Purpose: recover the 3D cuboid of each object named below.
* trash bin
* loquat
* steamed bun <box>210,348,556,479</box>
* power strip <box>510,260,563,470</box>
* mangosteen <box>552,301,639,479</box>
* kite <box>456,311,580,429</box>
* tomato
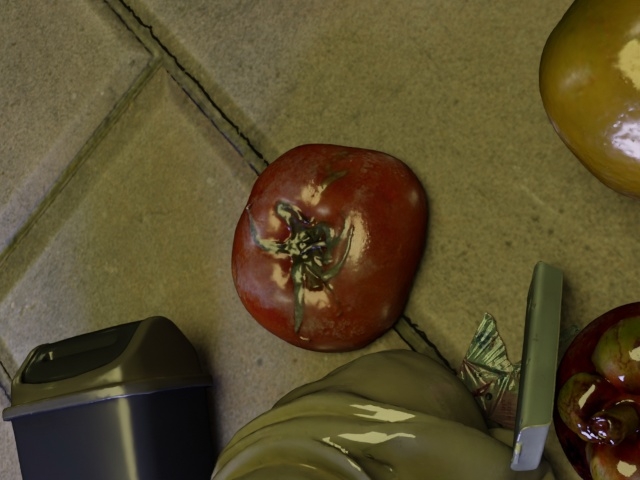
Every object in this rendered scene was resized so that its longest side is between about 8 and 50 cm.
[{"bbox_3d":[-0.221,0.241,1.183,0.209,0.182,0.290,-15,79,25],"label":"trash bin"},{"bbox_3d":[0.300,-0.122,0.925,0.213,0.213,0.246,-33,46,20],"label":"loquat"},{"bbox_3d":[0.033,0.278,0.988,0.342,0.255,0.368,6,82,32],"label":"steamed bun"},{"bbox_3d":[0.197,0.102,0.978,0.027,0.253,0.060,10,131,8],"label":"power strip"},{"bbox_3d":[0.274,0.140,0.908,0.200,0.200,0.200,-5,79,28],"label":"mangosteen"},{"bbox_3d":[0.193,0.131,1.066,0.152,0.005,0.137,-28,69,22],"label":"kite"},{"bbox_3d":[0.000,0.000,1.146,0.236,0.095,0.237,-5,79,28],"label":"tomato"}]
